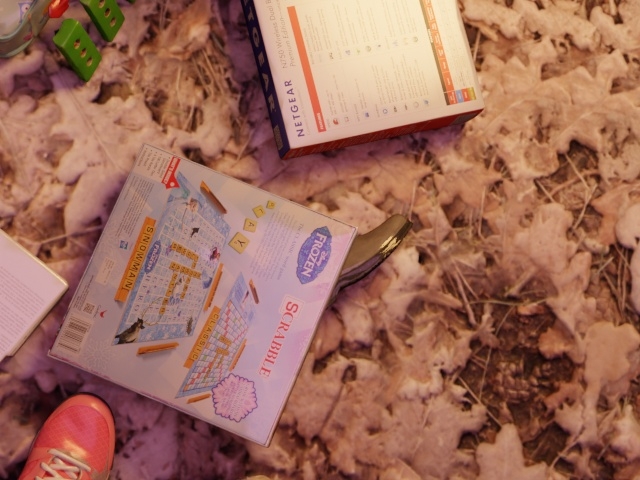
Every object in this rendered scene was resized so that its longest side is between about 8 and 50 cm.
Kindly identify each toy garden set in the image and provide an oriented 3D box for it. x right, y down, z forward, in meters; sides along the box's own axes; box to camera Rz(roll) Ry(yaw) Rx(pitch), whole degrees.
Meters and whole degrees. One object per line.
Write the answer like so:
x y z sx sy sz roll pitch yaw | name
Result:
-0.306 -0.367 1.570 0.049 0.204 0.244 24 76 14 | toy garden set

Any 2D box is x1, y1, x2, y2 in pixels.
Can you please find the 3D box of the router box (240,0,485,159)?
0.050 -0.313 1.694 0.301 0.082 0.335 -12 85 -14 | router box

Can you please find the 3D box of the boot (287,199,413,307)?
0.000 0.000 1.645 0.246 0.083 0.161 -39 86 -16 | boot

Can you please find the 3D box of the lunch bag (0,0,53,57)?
-0.442 -0.409 1.586 0.224 0.108 0.279 29 76 -2 | lunch bag

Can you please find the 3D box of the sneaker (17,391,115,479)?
-0.347 0.345 1.489 0.116 0.136 0.314 27 77 -9 | sneaker

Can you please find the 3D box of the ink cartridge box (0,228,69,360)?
-0.512 0.066 1.531 0.275 0.060 0.239 39 77 -5 | ink cartridge box

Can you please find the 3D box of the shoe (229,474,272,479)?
-0.160 0.371 1.574 0.219 0.058 0.076 -17 117 -10 | shoe

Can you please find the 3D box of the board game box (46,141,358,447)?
-0.154 0.072 1.566 0.318 0.066 0.318 23 81 5 | board game box
